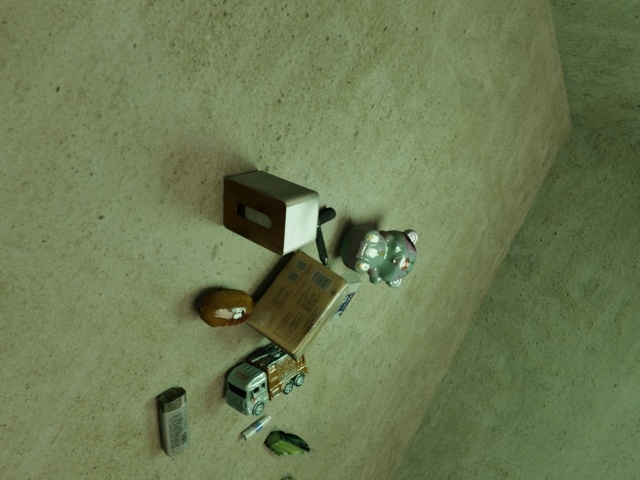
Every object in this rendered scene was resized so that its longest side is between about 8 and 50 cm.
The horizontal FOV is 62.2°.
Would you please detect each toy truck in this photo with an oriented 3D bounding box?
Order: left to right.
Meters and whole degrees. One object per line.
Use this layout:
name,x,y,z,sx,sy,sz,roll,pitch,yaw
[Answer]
toy truck,-0.186,0.466,1.853,0.305,0.136,0.162,-25,122,-45

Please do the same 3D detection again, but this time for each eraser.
eraser,0.056,0.216,1.998,0.125,0.068,0.210,-7,139,-40

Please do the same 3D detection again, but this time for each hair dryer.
hair dryer,0.012,-0.001,1.830,0.173,0.050,0.194,-30,102,-39

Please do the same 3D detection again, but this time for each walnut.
walnut,-0.277,0.202,1.596,0.207,0.116,0.115,-3,112,-52

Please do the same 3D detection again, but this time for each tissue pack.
tissue pack,-0.140,-0.084,1.481,0.136,0.246,0.159,-23,127,-46
tissue pack,-0.074,0.229,1.796,0.305,0.239,0.238,-52,143,-18

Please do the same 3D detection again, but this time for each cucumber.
cucumber,-0.140,0.828,2.176,0.193,0.116,0.085,43,32,-49

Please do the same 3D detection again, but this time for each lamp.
lamp,0.221,0.046,2.066,0.301,0.247,0.246,14,96,-32

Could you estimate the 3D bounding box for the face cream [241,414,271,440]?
face cream,-0.240,0.708,2.012,0.130,0.034,0.034,-28,131,-40

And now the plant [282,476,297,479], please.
plant,-0.126,1.108,2.333,0.116,0.122,0.104,-55,155,-26

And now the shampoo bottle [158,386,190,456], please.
shampoo bottle,-0.449,0.560,1.636,0.086,0.056,0.227,-23,128,-41
